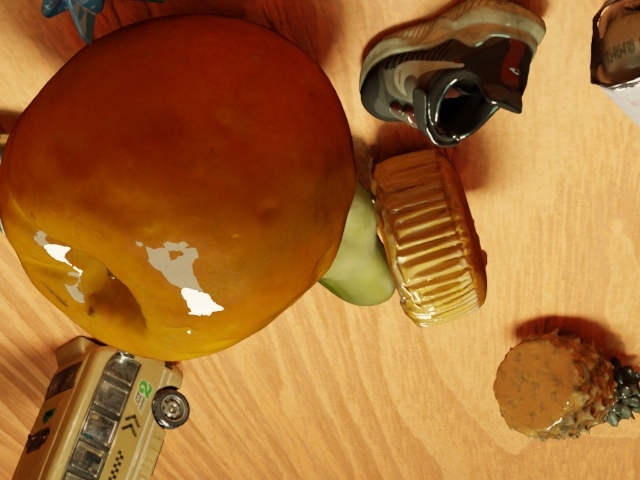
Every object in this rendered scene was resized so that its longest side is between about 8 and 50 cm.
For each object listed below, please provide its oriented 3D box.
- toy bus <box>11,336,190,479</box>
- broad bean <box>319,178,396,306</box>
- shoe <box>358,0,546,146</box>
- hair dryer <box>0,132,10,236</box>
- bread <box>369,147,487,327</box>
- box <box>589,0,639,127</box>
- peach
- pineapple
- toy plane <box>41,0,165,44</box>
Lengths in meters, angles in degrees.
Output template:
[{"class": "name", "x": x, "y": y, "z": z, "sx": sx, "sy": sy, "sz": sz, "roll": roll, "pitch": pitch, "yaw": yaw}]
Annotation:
[{"class": "toy bus", "x": -0.346, "y": 0.331, "z": 2.277, "sx": 0.202, "sy": 0.365, "sz": 0.177, "roll": 32, "pitch": 146, "yaw": -23}, {"class": "broad bean", "x": 0.000, "y": 0.000, "z": 1.739, "sx": 0.189, "sy": 0.121, "sz": 0.263, "roll": 32, "pitch": 165, "yaw": 24}, {"class": "shoe", "x": 0.116, "y": -0.143, "z": 1.433, "sx": 0.099, "sy": 0.112, "sz": 0.227, "roll": 21, "pitch": 149, "yaw": -32}, {"class": "hair dryer", "x": -0.424, "y": -0.040, "z": 1.742, "sx": 0.320, "sy": 0.155, "sz": 0.284, "roll": 4, "pitch": 146, "yaw": -15}, {"class": "bread", "x": 0.121, "y": -0.005, "z": 1.642, "sx": 0.104, "sy": 0.199, "sz": 0.199, "roll": -15, "pitch": 152, "yaw": 5}, {"class": "box", "x": 0.417, "y": -0.122, "z": 1.424, "sx": 0.190, "sy": 0.112, "sz": 0.370, "roll": -13, "pitch": 147, "yaw": 34}, {"class": "peach", "x": -0.129, "y": -0.058, "z": 1.455, "sx": 0.343, "sy": 0.301, "sz": 0.342, "roll": 23, "pitch": 149, "yaw": 15}, {"class": "pineapple", "x": 0.368, "y": 0.213, "z": 2.119, "sx": 0.158, "sy": 0.157, "sz": 0.279, "roll": -16, "pitch": 160, "yaw": 39}, {"class": "toy plane", "x": -0.240, "y": -0.261, "z": 1.269, "sx": 0.254, "sy": 0.105, "sz": 0.271, "roll": -4, "pitch": 152, "yaw": 19}]
